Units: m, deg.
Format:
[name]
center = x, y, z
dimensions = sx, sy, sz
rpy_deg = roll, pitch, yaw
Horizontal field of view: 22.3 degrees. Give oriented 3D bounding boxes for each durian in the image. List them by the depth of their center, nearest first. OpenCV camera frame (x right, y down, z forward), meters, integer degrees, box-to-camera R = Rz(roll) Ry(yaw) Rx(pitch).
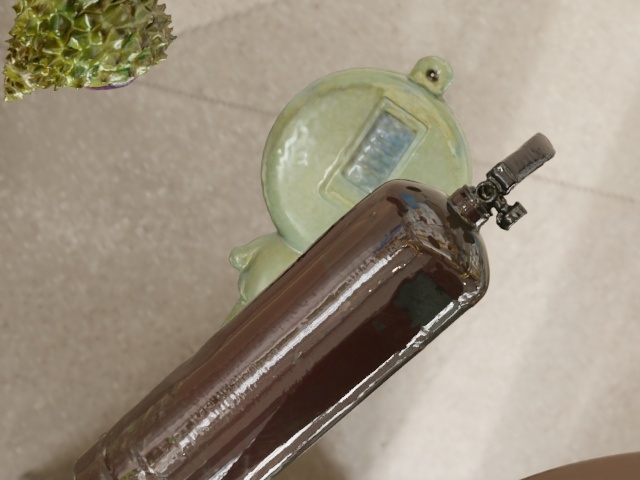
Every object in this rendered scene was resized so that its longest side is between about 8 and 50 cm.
[durian]
center = -0.170, -0.189, 1.331
dimensions = 0.187, 0.108, 0.119
rpy_deg = -49, 156, -43

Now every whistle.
[whistle]
center = 0.000, 0.000, 0.963
dimensions = 0.258, 0.126, 0.067
rpy_deg = -56, 176, 10

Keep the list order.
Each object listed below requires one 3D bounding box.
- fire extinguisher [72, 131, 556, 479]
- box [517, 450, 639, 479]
[fire extinguisher]
center = 0.003, 0.043, 0.760
dimensions = 0.267, 0.072, 0.089
rpy_deg = -42, 175, 13
[box]
center = 0.124, 0.227, 0.612
dimensions = 0.301, 0.301, 0.216
rpy_deg = -24, 107, -16
